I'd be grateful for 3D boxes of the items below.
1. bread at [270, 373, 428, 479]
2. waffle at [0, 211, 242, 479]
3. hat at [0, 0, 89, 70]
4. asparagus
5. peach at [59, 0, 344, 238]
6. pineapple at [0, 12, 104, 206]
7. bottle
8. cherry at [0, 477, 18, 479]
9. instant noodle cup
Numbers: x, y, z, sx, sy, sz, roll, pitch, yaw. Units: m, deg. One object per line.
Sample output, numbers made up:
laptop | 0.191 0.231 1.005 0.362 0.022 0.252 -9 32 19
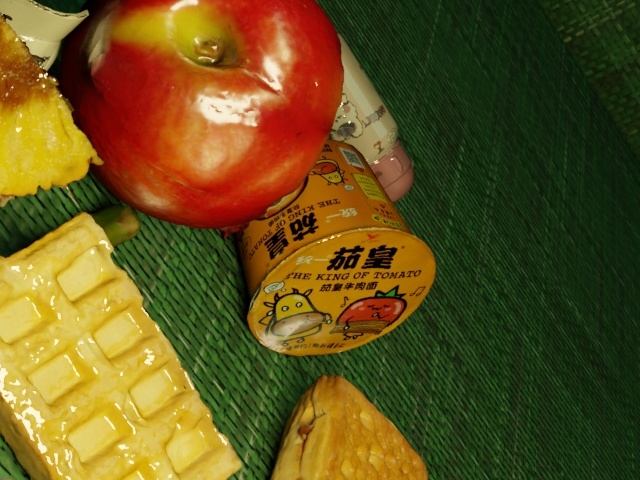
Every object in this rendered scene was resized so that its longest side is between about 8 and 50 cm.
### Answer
bread | 0.027 0.277 1.873 0.210 0.099 0.235 47 32 -29
waffle | -0.198 0.126 1.512 0.168 0.057 0.274 -37 99 -39
hat | -0.274 -0.174 1.660 0.122 0.166 0.081 7 66 -43
asparagus | -0.225 -0.001 1.701 0.045 0.041 0.178 54 23 1
peach | -0.121 -0.137 1.761 0.338 0.281 0.281 109 -40 -72
pineapple | -0.343 -0.142 1.512 0.158 0.161 0.334 30 -17 35
bottle | 0.038 -0.151 2.360 0.233 0.110 0.110 58 22 -14
cherry | -0.220 0.276 1.173 0.236 0.213 0.285 57 30 10
instant noodle cup | 0.000 0.000 1.998 0.216 0.216 0.172 35 26 -49
